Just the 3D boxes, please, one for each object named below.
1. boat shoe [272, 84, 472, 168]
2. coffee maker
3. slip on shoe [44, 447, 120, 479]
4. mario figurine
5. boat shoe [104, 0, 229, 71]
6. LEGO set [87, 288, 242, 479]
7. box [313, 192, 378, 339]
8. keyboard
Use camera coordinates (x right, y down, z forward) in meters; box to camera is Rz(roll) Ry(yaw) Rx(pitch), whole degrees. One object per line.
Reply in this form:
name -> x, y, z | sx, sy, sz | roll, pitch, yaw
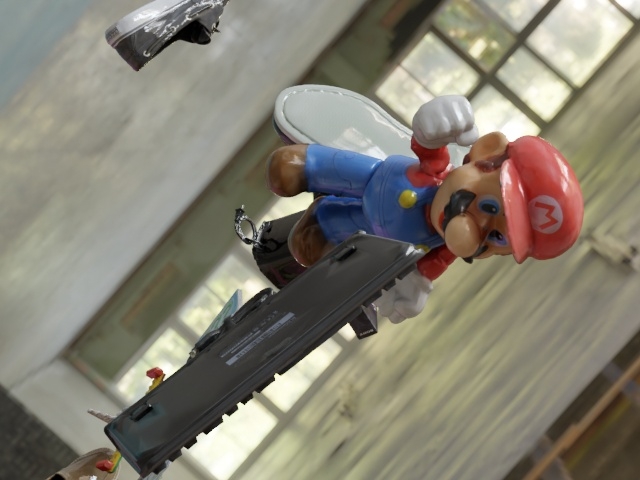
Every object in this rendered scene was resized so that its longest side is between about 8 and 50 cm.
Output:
boat shoe -> 0.075, -0.085, 1.432 | 0.091, 0.302, 0.114 | -48, -158, 54
coffee maker -> 0.000, 0.000, 1.713 | 0.178, 0.171, 0.120 | -23, -122, 41
slip on shoe -> -0.248, 0.243, 1.218 | 0.135, 0.051, 0.041 | -35, 145, -40
mario figurine -> 0.088, -0.026, 1.154 | 0.320, 0.198, 0.170 | 0, -112, 36
boat shoe -> -0.167, -0.280, 1.574 | 0.228, 0.076, 0.080 | -35, -177, -38
LEGO set -> -0.161, 0.161, 1.164 | 0.244, 0.060, 0.182 | -52, -164, 17
box -> 0.028, 0.016, 1.389 | 0.029, 0.116, 0.162 | -20, -142, 18
keyboard -> -0.032, 0.056, 0.653 | 0.180, 0.023, 0.108 | -37, -162, -15
